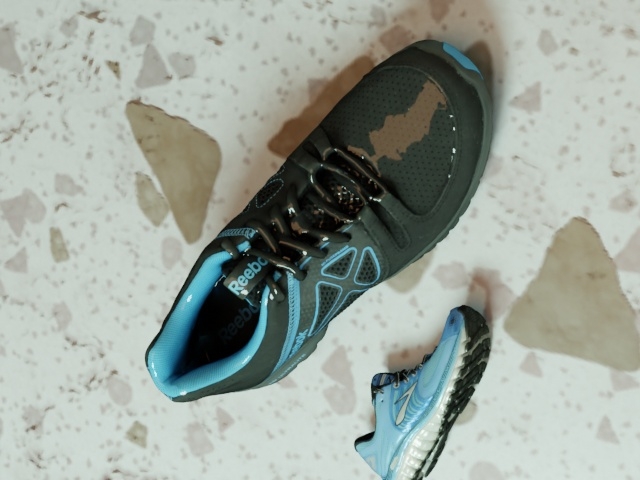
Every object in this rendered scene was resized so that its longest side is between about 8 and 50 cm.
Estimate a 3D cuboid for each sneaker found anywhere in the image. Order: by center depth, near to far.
[{"bbox_3d":[0.000,0.000,1.211,0.125,0.140,0.341,42,112,12],"label":"sneaker"},{"bbox_3d":[0.071,0.116,1.247,0.073,0.063,0.162,33,111,18],"label":"sneaker"}]
